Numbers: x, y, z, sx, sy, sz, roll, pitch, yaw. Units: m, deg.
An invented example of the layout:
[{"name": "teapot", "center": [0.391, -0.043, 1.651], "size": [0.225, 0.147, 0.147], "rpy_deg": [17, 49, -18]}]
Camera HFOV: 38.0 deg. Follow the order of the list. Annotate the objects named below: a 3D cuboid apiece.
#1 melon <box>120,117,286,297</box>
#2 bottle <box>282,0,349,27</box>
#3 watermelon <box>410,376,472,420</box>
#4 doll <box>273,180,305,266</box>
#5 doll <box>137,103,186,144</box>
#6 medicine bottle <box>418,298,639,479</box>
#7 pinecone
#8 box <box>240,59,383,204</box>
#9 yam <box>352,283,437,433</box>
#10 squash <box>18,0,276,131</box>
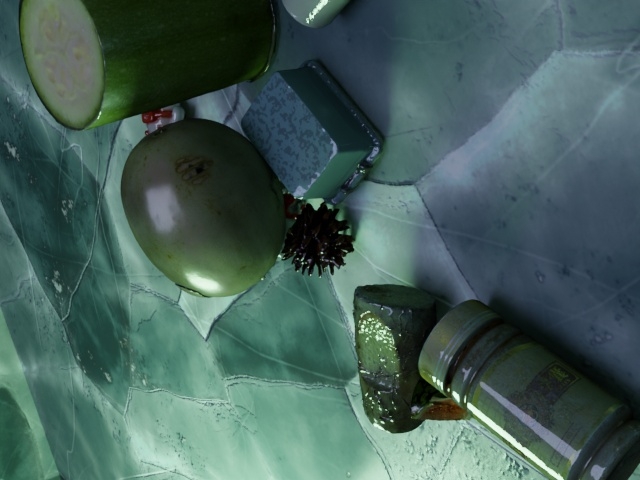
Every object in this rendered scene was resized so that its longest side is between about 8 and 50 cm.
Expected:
[{"name": "melon", "center": [-0.191, -0.052, 1.610], "size": [0.268, 0.268, 0.330], "rpy_deg": [1, 128, 50]}, {"name": "bottle", "center": [0.035, -0.429, 1.400], "size": [0.245, 0.104, 0.104], "rpy_deg": [-38, 78, 51]}, {"name": "watermelon", "center": [0.218, 0.253, 1.517], "size": [0.068, 0.163, 0.087], "rpy_deg": [-3, 80, 41]}, {"name": "doll", "center": [-0.073, -0.028, 1.765], "size": [0.094, 0.079, 0.180], "rpy_deg": [21, 113, 14]}, {"name": "doll", "center": [-0.318, -0.162, 1.938], "size": [0.161, 0.129, 0.291], "rpy_deg": [-3, 91, 47]}, {"name": "medicine bottle", "center": [0.310, 0.234, 1.366], "size": [0.322, 0.151, 0.151], "rpy_deg": [37, 133, 33]}, {"name": "pinecone", "center": [-0.001, 0.001, 1.652], "size": [0.120, 0.140, 0.140], "rpy_deg": [33, 142, -12]}, {"name": "box", "center": [-0.018, -0.180, 1.570], "size": [0.227, 0.130, 0.162], "rpy_deg": [52, 125, 18]}, {"name": "yam", "center": [0.128, 0.181, 1.565], "size": [0.154, 0.154, 0.255], "rpy_deg": [23, 129, 42]}, {"name": "squash", "center": [-0.285, -0.361, 1.597], "size": [0.263, 0.384, 0.263], "rpy_deg": [24, 125, 39]}]
